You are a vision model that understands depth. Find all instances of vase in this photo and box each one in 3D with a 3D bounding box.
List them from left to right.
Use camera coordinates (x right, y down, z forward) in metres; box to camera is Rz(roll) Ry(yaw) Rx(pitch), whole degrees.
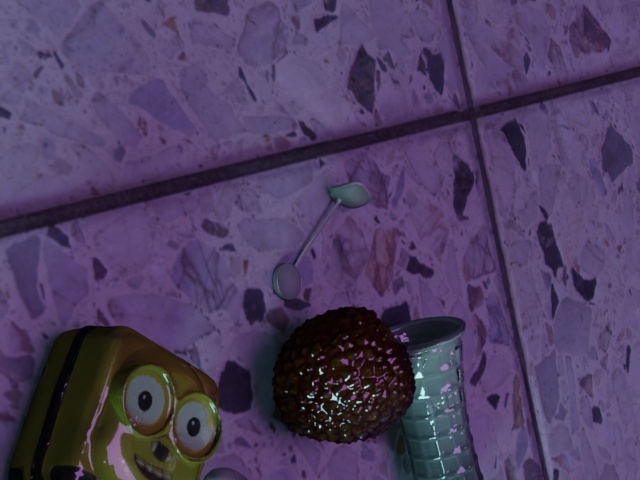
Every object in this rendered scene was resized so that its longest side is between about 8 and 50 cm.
[{"bbox_3d":[0.167,0.269,1.895,0.143,0.143,0.299,-26,106,-47],"label":"vase"}]

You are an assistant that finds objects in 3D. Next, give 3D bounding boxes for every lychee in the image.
[{"bbox_3d":[0.026,0.181,1.724,0.188,0.188,0.188,10,77,-47],"label":"lychee"}]

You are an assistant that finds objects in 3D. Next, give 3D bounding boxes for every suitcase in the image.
[{"bbox_3d":[-0.215,0.217,1.463,0.194,0.143,0.235,36,58,-39],"label":"suitcase"}]

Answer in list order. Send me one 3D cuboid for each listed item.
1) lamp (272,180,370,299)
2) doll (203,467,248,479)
[{"bbox_3d":[0.000,0.000,1.812,0.050,0.056,0.198,54,52,-32],"label":"lamp"},{"bbox_3d":[-0.077,0.505,1.569,0.365,0.187,0.376,36,86,-30],"label":"doll"}]
